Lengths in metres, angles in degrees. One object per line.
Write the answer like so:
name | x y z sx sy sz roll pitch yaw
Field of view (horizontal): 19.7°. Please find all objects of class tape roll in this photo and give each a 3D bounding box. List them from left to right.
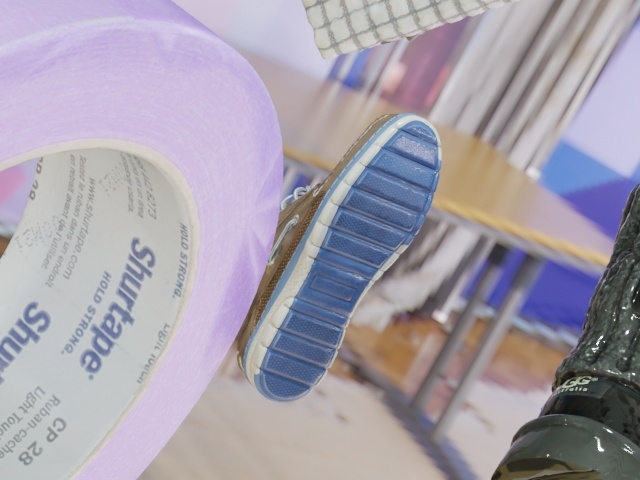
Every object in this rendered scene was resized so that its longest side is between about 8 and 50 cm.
tape roll | -0.140 0.022 0.626 0.090 0.275 0.275 40 20 26

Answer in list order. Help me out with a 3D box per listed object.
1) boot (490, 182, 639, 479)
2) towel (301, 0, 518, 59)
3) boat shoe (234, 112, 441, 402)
boot | 0.270 0.150 1.146 0.348 0.131 0.260 52 49 -21
towel | 0.076 -0.303 1.425 0.121 0.235 0.284 -25 95 -73
boat shoe | 0.000 0.000 1.063 0.066 0.183 0.066 27 8 -39
